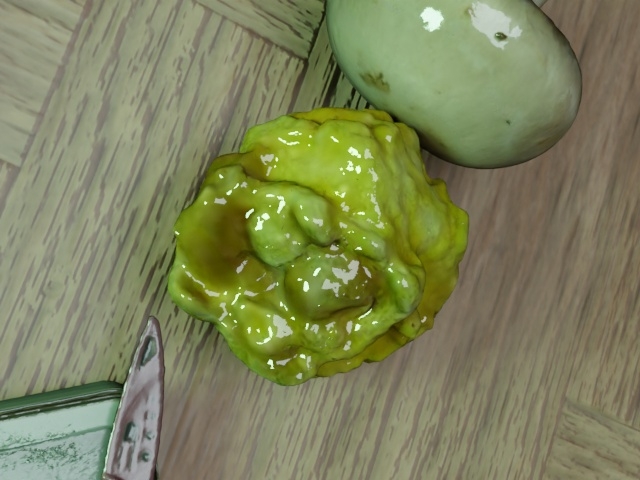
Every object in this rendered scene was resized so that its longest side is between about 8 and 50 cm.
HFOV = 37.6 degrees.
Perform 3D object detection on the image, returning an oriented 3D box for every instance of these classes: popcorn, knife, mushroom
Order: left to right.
[{"bbox_3d":[-0.127,0.171,0.602,0.035,0.018,0.247,16,79,-24],"label":"knife"},{"bbox_3d":[0.001,0.002,0.632,0.197,0.155,0.198,0,90,5],"label":"popcorn"},{"bbox_3d":[0.119,-0.165,0.676,0.215,0.207,0.207,-46,108,-1],"label":"mushroom"}]

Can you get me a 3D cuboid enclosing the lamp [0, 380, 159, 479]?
[{"bbox_3d":[-0.223,0.241,0.586,0.266,0.047,0.269,-7,91,-27],"label":"lamp"}]
